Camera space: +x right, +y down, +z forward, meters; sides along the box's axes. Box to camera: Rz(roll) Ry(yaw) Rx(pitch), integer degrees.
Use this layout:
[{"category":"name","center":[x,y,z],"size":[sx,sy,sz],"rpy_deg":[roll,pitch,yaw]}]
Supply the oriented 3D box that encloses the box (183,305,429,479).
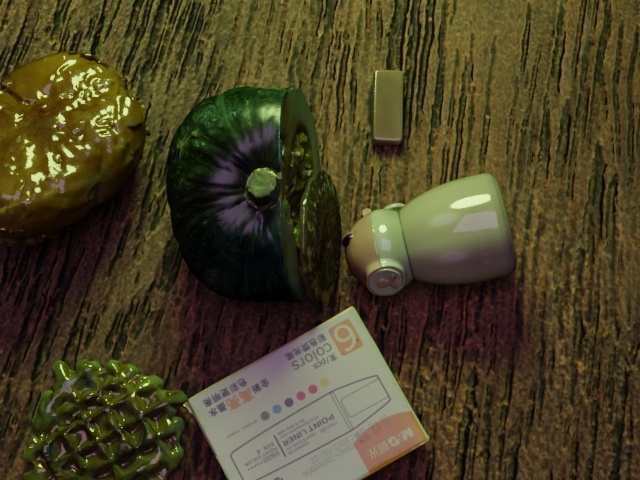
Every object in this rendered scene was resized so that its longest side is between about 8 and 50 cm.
[{"category":"box","center":[-0.016,0.247,1.634],"size":[0.273,0.091,0.221],"rpy_deg":[-31,78,-6]}]

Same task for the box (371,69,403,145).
[{"category":"box","center":[0.100,-0.198,1.783],"size":[0.048,0.025,0.115],"rpy_deg":[2,75,-4]}]

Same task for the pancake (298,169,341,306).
[{"category":"pancake","center":[0.002,0.000,1.652],"size":[0.021,0.199,0.199],"rpy_deg":[0,75,15]}]

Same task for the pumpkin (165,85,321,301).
[{"category":"pumpkin","center":[-0.116,-0.061,1.634],"size":[0.196,0.263,0.293],"rpy_deg":[-3,83,10]}]

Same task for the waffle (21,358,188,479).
[{"category":"waffle","center":[-0.295,0.268,1.653],"size":[0.223,0.054,0.204],"rpy_deg":[15,76,6]}]

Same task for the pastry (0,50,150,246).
[{"category":"pastry","center":[-0.396,-0.124,1.703],"size":[0.311,0.162,0.255],"rpy_deg":[-39,67,-19]}]

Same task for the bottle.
[{"category":"bottle","center":[0.146,0.001,1.674],"size":[0.236,0.147,0.148],"rpy_deg":[-13,75,5]}]
